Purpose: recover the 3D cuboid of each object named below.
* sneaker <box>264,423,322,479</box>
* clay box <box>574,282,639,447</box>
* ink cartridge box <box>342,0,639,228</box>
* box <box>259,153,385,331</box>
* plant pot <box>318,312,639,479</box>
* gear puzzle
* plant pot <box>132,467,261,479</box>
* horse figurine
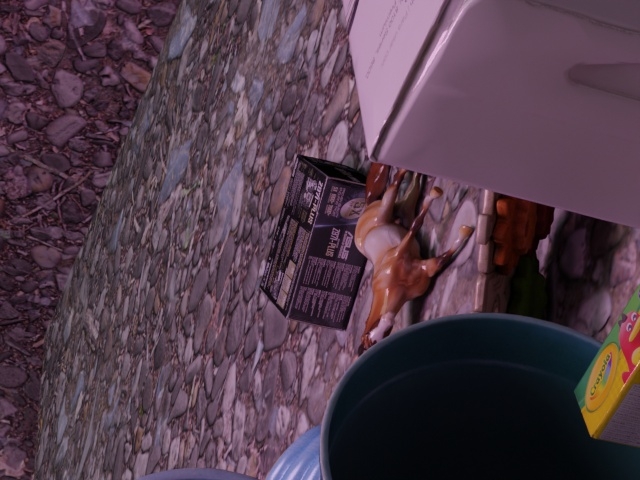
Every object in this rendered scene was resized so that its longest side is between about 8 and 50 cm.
[{"bbox_3d":[0.026,0.313,1.403,0.208,0.127,0.319,10,90,45],"label":"sneaker"},{"bbox_3d":[0.268,0.043,0.990,0.053,0.127,0.222,-103,32,-53],"label":"clay box"},{"bbox_3d":[0.171,-0.209,1.206,0.395,0.285,0.166,-97,25,-47],"label":"ink cartridge box"},{"bbox_3d":[0.000,0.000,1.910,0.147,0.077,0.180,-139,64,-70],"label":"box"},{"bbox_3d":[0.118,0.237,1.130,0.271,0.272,0.255,-96,12,-46],"label":"plant pot"},{"bbox_3d":[0.170,0.026,1.324,0.175,0.044,0.339,-24,-60,-68],"label":"gear puzzle"},{"bbox_3d":[-0.147,0.472,1.667,0.334,0.341,0.341,113,161,-51],"label":"plant pot"},{"bbox_3d":[0.085,-0.011,1.688,0.174,0.066,0.263,-59,27,29],"label":"horse figurine"}]
